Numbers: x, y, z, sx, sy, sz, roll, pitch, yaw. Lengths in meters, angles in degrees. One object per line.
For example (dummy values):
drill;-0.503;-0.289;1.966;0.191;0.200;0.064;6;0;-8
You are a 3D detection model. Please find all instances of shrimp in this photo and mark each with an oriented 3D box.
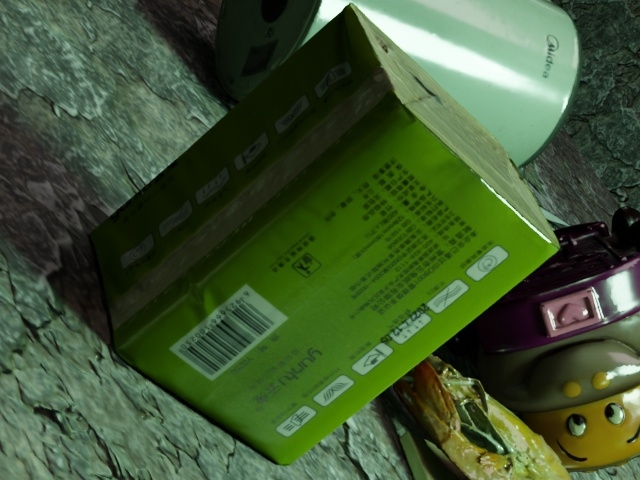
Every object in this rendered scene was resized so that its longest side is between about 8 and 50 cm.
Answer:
shrimp;0.140;0.181;1.464;0.267;0.061;0.145;50;27;15

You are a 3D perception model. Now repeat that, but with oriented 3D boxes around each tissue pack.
tissue pack;0.000;0.000;1.166;0.200;0.274;0.167;38;18;-35

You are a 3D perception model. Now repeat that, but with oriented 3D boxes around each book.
book;0.162;0.261;1.446;0.198;0.016;0.138;32;22;-33

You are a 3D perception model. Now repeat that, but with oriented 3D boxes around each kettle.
kettle;0.090;-0.178;1.807;0.376;0.250;0.361;17;74;-30

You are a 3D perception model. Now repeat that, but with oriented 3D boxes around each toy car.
toy car;0.282;0.114;1.787;0.341;0.271;0.240;-85;157;-79

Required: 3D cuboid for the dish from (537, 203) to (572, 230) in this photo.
dish;0.339;0.039;2.166;0.324;0.124;0.324;35;12;-8
